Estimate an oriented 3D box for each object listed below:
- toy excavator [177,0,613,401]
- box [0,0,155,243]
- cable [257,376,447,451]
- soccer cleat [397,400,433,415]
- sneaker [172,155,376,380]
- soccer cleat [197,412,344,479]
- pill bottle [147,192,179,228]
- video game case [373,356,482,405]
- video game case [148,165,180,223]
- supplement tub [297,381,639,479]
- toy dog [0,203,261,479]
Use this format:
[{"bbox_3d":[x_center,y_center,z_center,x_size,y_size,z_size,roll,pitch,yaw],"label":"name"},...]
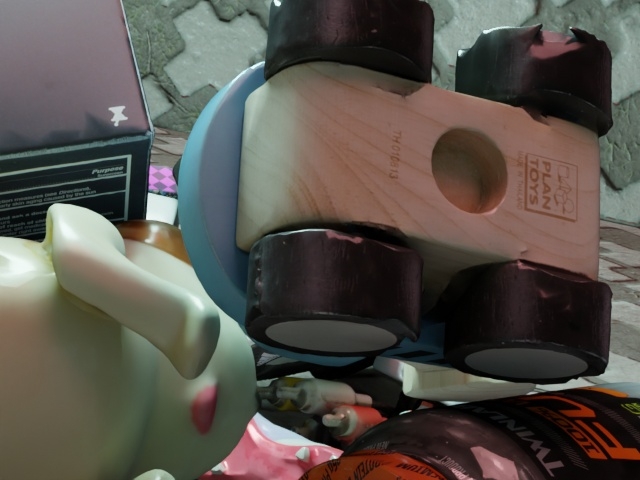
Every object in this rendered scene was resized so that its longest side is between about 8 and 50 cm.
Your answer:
[{"bbox_3d":[0.063,0.017,1.171,0.433,0.222,0.445,11,-18,-26],"label":"toy excavator"},{"bbox_3d":[-0.299,-0.061,1.286,0.296,0.182,0.294,-9,-26,-14],"label":"box"},{"bbox_3d":[0.069,0.165,1.511,0.139,0.072,0.287,20,14,40],"label":"cable"},{"bbox_3d":[0.147,0.216,1.409,0.196,0.076,0.068,25,-30,-6],"label":"soccer cleat"},{"bbox_3d":[0.001,0.000,1.594,0.169,0.257,0.447,-24,-12,18],"label":"sneaker"},{"bbox_3d":[-0.041,0.190,1.324,0.248,0.083,0.095,17,-17,45],"label":"soccer cleat"},{"bbox_3d":[-0.330,0.007,1.529,0.361,0.204,0.204,12,12,-2],"label":"pill bottle"},{"bbox_3d":[0.176,0.170,1.533,0.201,0.023,0.183,25,-2,-35],"label":"video game case"},{"bbox_3d":[-0.280,-0.014,1.724,0.232,0.210,0.041,7,51,-23],"label":"video game case"},{"bbox_3d":[0.136,0.208,1.060,0.207,0.207,0.338,22,15,39],"label":"supplement tub"},{"bbox_3d":[-0.230,0.108,1.130,0.408,0.284,0.395,3,-3,-42],"label":"toy dog"}]
